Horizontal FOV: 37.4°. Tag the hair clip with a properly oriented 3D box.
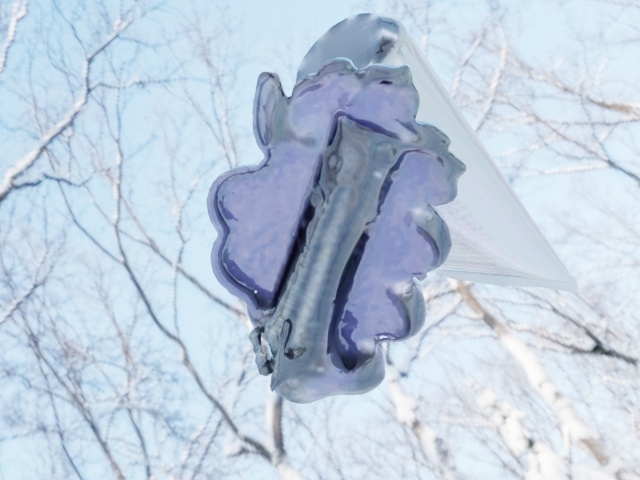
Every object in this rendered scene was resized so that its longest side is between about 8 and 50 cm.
[{"bbox_3d":[0.000,0.001,0.466,0.124,0.052,0.195,16,-63,1],"label":"hair clip"}]

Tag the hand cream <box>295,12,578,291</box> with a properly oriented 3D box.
[{"bbox_3d":[0.116,-0.066,0.958,0.358,0.186,0.118,49,-120,-33],"label":"hand cream"}]
